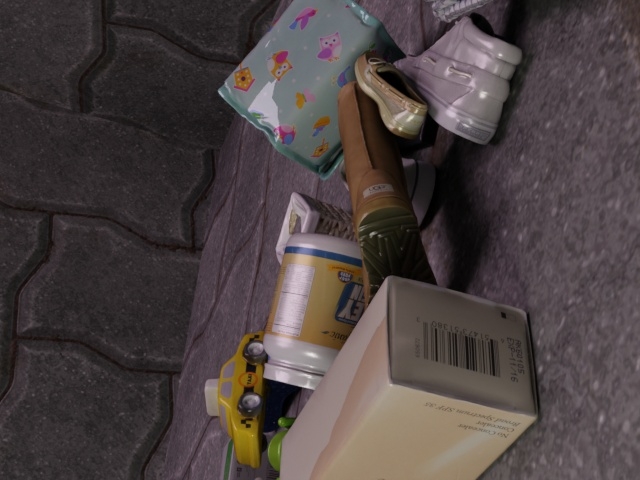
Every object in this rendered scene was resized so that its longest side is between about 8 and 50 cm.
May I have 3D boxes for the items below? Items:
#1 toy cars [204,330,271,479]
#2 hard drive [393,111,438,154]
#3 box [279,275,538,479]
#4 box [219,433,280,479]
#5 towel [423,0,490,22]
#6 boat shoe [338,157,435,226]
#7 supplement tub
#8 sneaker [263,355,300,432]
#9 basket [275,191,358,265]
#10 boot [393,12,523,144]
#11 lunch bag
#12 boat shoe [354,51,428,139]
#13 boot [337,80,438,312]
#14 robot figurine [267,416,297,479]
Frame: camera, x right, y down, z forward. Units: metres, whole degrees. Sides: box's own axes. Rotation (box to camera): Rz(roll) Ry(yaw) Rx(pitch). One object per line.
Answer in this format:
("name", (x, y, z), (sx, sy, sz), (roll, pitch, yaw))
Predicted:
("toy cars", (-0.117, 0.322, 1.395), (0.176, 0.087, 0.394), (70, -160, -84))
("hard drive", (0.134, -0.171, 1.386), (0.135, 0.022, 0.094), (176, 109, -77))
("box", (0.071, 0.184, 0.980), (0.311, 0.148, 0.121), (116, 163, -46))
("box", (-0.104, 0.370, 1.607), (0.087, 0.102, 0.101), (119, 160, -54))
("towel", (0.187, -0.373, 1.046), (0.235, 0.121, 0.283), (-56, 11, -3))
("boat shoe", (0.082, -0.080, 1.355), (0.267, 0.088, 0.096), (-121, 47, -73))
("supplement tub", (0.004, 0.100, 1.356), (0.144, 0.144, 0.200), (164, 120, -75))
("sneaker", (-0.081, 0.231, 1.715), (0.232, 0.081, 0.090), (115, 156, -43))
("basket", (0.000, 0.000, 1.583), (0.167, 0.103, 0.113), (-127, 53, -73))
("boot", (0.164, -0.208, 1.187), (0.123, 0.095, 0.258), (-65, 23, 16))
("lunch bag", (0.014, -0.212, 1.421), (0.223, 0.160, 0.262), (-48, -24, 5))
("boat shoe", (0.084, -0.179, 1.167), (0.048, 0.056, 0.153), (-60, 32, 32))
("boot", (0.077, -0.026, 1.175), (0.269, 0.089, 0.236), (-98, 1, -55))
("robot figurine", (-0.039, 0.310, 1.475), (0.115, 0.067, 0.101), (142, 129, -70))
